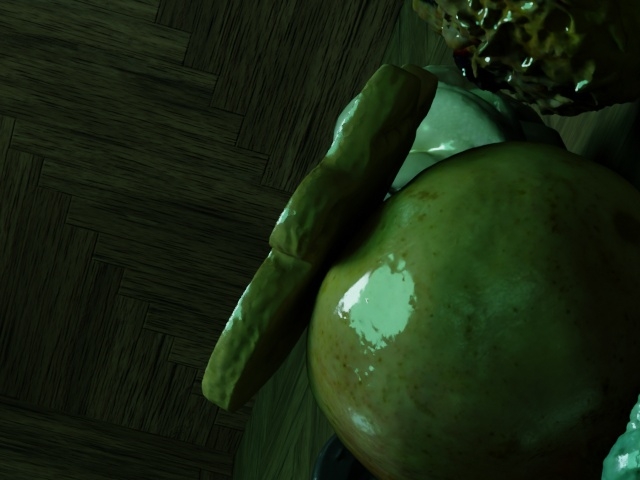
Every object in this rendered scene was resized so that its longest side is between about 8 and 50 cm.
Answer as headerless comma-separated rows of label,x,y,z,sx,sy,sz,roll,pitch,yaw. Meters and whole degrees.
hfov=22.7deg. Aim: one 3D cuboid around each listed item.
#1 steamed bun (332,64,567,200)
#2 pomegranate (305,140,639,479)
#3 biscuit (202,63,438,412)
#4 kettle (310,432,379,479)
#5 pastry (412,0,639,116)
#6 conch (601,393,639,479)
steamed bun,0.171,-0.023,1.675,0.352,0.247,0.339,11,-116,-61
pomegranate,0.162,0.091,1.362,0.338,0.338,0.338,-165,90,-82
biscuit,0.002,0.001,1.429,0.355,0.052,0.275,-60,-8,8
kettle,0.080,0.388,1.837,0.290,0.207,0.268,105,147,-46
pastry,0.228,-0.277,1.546,0.292,0.337,0.405,-41,37,3
conch,0.248,0.208,1.125,0.196,0.134,0.202,-161,85,-81
